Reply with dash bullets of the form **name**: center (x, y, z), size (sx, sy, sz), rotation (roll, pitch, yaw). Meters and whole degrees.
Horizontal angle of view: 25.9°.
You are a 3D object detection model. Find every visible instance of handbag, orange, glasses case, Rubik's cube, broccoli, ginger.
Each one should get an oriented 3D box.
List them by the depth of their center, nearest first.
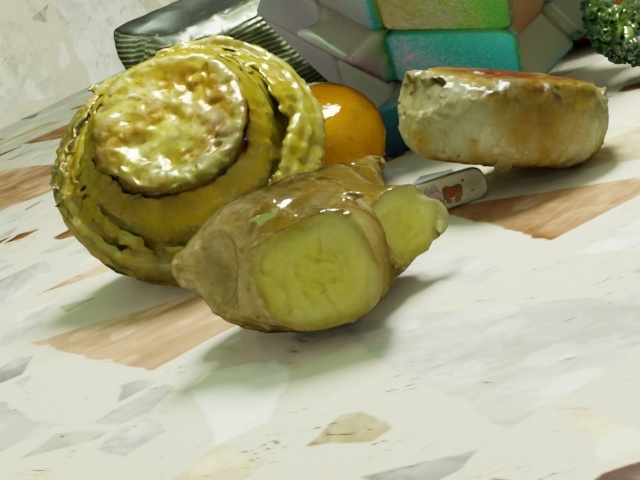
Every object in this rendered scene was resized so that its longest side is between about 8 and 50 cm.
- **ginger**: center (0.000, 0.000, 1.180), size (0.219, 0.123, 0.270), rotation (-11, 7, 21)
- **glasses case**: center (0.120, -0.047, 1.346), size (0.083, 0.032, 0.021), rotation (-18, 16, 8)
- **orange**: center (-0.001, -0.100, 1.530), size (0.156, 0.124, 0.156), rotation (-20, 33, 14)
- **broccoli**: center (0.381, -0.266, 1.547), size (0.167, 0.160, 0.154), rotation (-13, -12, 35)
- **Rubik's cube**: center (0.128, -0.317, 1.615), size (0.358, 0.368, 0.387), rotation (-47, 0, -16)
- **handbag**: center (-0.092, -0.240, 1.924), size (0.341, 0.240, 0.247), rotation (-27, 19, -21)

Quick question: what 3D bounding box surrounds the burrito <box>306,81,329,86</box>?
- **burrito**: center (-0.105, -0.116, 1.765), size (0.392, 0.076, 0.117), rotation (-21, 55, -8)

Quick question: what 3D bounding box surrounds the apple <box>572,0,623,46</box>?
- **apple**: center (0.357, -0.417, 1.882), size (0.349, 0.277, 0.348), rotation (-20, 14, 5)

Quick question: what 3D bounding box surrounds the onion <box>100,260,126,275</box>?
- **onion**: center (-0.190, -0.020, 1.508), size (0.117, 0.118, 0.118), rotation (12, 28, 24)

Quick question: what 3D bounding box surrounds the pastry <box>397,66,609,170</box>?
- **pastry**: center (0.177, -0.115, 1.332), size (0.192, 0.093, 0.182), rotation (-1, 10, -27)

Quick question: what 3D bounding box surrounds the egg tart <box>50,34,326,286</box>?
- **egg tart**: center (-0.138, -0.096, 1.409), size (0.294, 0.294, 0.123), rotation (-21, -25, -1)
